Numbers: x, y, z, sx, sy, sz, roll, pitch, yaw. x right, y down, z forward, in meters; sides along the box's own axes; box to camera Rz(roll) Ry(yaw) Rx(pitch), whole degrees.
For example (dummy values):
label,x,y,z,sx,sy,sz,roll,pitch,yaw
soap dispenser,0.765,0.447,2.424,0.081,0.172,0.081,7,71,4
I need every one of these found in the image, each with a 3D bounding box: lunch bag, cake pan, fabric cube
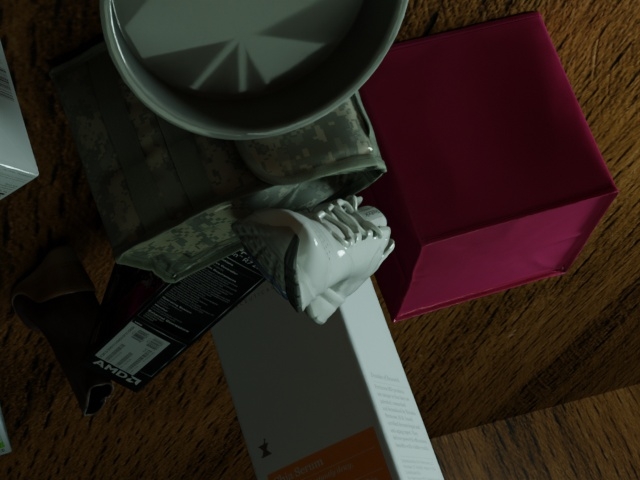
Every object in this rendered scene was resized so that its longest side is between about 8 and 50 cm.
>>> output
label,x,y,z,sx,sy,sz,roll,pitch,yaw
lunch bag,-0.096,-0.122,1.430,0.287,0.235,0.169,-25,162,13
cake pan,-0.060,-0.233,1.259,0.293,0.054,0.293,-11,122,-18
fabric cube,0.177,-0.086,1.733,0.254,0.258,0.259,-16,159,-13

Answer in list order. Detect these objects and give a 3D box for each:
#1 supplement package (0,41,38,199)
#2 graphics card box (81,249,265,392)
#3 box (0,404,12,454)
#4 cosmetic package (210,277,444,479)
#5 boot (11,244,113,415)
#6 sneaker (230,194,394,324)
label,x,y,z,sx,sy,sz,roll,pitch,yaw
supplement package,-0.395,-0.108,1.258,0.203,0.194,0.149,-28,157,22
graphics card box,-0.147,0.005,1.702,0.094,0.233,0.371,28,138,-19
box,-0.612,0.271,2.089,0.262,0.127,0.231,-15,158,-11
cosmetic package,0.007,0.247,2.123,0.230,0.453,0.161,-29,157,21
boot,-0.346,0.141,1.888,0.090,0.207,0.248,-10,162,-24
sneaker,0.000,0.000,1.384,0.129,0.111,0.297,-38,171,3
